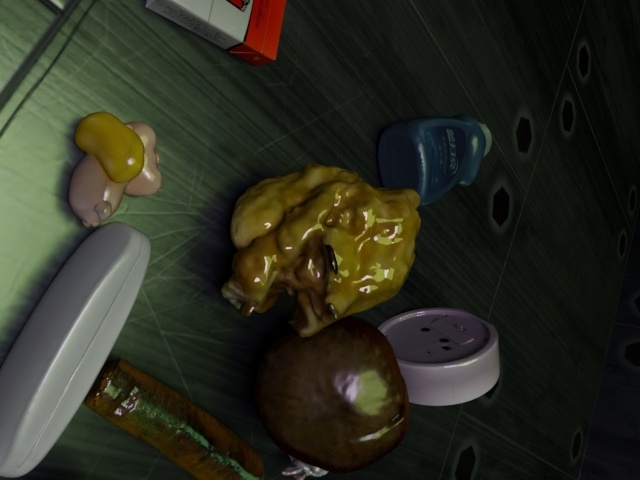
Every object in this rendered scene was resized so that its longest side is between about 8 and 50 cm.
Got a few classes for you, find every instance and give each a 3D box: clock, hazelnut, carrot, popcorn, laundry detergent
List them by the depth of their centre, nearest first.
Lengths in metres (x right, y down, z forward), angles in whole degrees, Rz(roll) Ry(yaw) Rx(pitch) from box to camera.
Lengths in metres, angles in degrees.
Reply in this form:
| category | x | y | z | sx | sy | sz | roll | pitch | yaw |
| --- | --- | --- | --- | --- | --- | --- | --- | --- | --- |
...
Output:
| category | x | y | z | sx | sy | sz | roll | pitch | yaw |
| --- | --- | --- | --- | --- | --- | --- | --- | --- | --- |
| carrot | -0.155 | 0.221 | 0.537 | 0.070 | 0.070 | 0.260 | -55 | 127 | -25 |
| popcorn | -0.004 | 0.001 | 0.581 | 0.254 | 0.191 | 0.190 | -27 | 99 | -30 |
| hazelnut | 0.018 | 0.191 | 0.630 | 0.208 | 0.208 | 0.208 | -5 | 98 | -44 |
| clock | 0.185 | 0.181 | 0.772 | 0.197 | 0.197 | 0.068 | -23 | 111 | -41 |
| laundry detergent | 0.224 | -0.156 | 0.848 | 0.290 | 0.094 | 0.143 | -22 | 105 | -41 |

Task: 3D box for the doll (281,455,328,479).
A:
| category | x | y | z | sx | sy | sz | roll | pitch | yaw |
| --- | --- | --- | --- | --- | --- | --- | --- | --- | --- |
| doll | -0.007 | 0.302 | 0.690 | 0.127 | 0.073 | 0.084 | -37 | 150 | -38 |

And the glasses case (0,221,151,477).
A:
| category | x | y | z | sx | sy | sz | roll | pitch | yaw |
| --- | --- | --- | --- | --- | --- | --- | --- | --- | --- |
| glasses case | -0.230 | 0.089 | 0.431 | 0.059 | 0.092 | 0.233 | 41 | 65 | -44 |

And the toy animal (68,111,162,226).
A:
| category | x | y | z | sx | sy | sz | roll | pitch | yaw |
| --- | --- | --- | --- | --- | --- | --- | --- | --- | --- |
| toy animal | -0.188 | -0.066 | 0.464 | 0.082 | 0.091 | 0.114 | 13 | 84 | -58 |

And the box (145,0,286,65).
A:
| category | x | y | z | sx | sy | sz | roll | pitch | yaw |
| --- | --- | --- | --- | --- | --- | --- | --- | --- | --- |
| box | -0.112 | -0.281 | 0.544 | 0.152 | 0.048 | 0.100 | 14 | 87 | -46 |
